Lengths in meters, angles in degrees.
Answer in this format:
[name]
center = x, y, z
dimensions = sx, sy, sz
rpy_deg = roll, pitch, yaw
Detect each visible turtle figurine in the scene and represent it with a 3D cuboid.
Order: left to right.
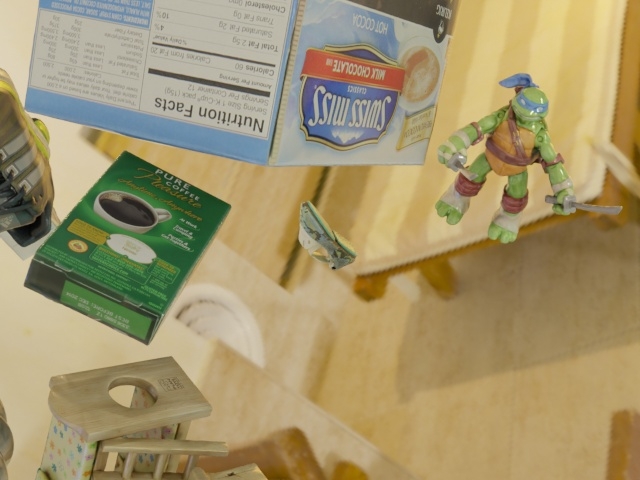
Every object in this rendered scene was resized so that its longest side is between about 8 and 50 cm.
[turtle figurine]
center = 0.265, -0.080, 1.602
dimensions = 0.266, 0.198, 0.275
rpy_deg = 107, 152, -56

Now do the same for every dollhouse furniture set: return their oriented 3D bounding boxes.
[dollhouse furniture set]
center = -0.122, 0.201, 0.708
dimensions = 0.161, 0.101, 0.182
rpy_deg = 44, 127, 39

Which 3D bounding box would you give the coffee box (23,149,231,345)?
[coffee box]
center = -0.153, 0.001, 0.902
dimensions = 0.040, 0.113, 0.184
rpy_deg = -63, 3, 33

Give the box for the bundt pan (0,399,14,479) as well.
[bundt pan]
center = -0.402, 0.263, 1.042
dimensions = 0.331, 0.124, 0.331
rpy_deg = -37, 39, 38

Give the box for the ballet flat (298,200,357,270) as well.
[ballet flat]
center = 0.000, 0.000, 1.864
dimensions = 0.070, 0.188, 0.070
rpy_deg = -16, 54, 23

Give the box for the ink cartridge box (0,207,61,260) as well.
[ink cartridge box]
center = -0.375, -0.064, 1.269
dimensions = 0.063, 0.150, 0.109
rpy_deg = -34, 45, -2

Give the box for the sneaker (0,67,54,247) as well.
[sneaker]
center = -0.312, -0.074, 1.027
dimensions = 0.111, 0.121, 0.300
rpy_deg = -20, -11, 2

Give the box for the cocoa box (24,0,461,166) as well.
[cocoa box]
center = -0.044, -0.191, 0.928
dimensions = 0.231, 0.347, 0.228
rpy_deg = 14, 99, 23
